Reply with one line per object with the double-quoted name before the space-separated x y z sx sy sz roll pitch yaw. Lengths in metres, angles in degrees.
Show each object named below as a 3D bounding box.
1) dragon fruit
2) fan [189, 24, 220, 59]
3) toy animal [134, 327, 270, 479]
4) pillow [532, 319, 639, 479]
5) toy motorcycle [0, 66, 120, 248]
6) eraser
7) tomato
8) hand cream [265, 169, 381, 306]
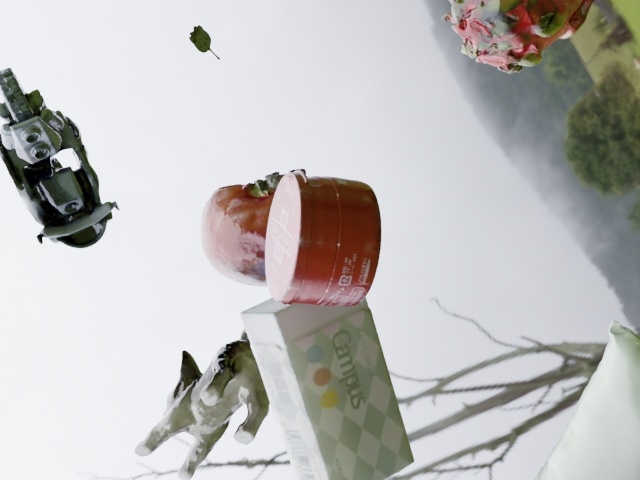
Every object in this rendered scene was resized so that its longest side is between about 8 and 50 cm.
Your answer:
"dragon fruit" 0.336 -0.441 1.271 0.231 0.237 0.303 14 -94 -51
"fan" -0.236 -0.405 1.539 0.083 0.004 0.056 43 -130 -30
"toy animal" -0.237 0.338 1.684 0.194 0.344 0.303 42 -146 -19
"pillow" 0.170 0.188 0.467 0.144 0.254 0.078 37 -154 17
"toy motorcycle" -0.328 -0.084 0.915 0.159 0.106 0.270 59 165 20
"eraser" 0.018 0.270 1.332 0.082 0.213 0.397 23 133 63
"tomato" -0.100 0.014 1.633 0.290 0.334 0.176 67 -161 -46
"hand cream" 0.000 0.000 1.077 0.125 0.193 0.193 7 -134 -20
